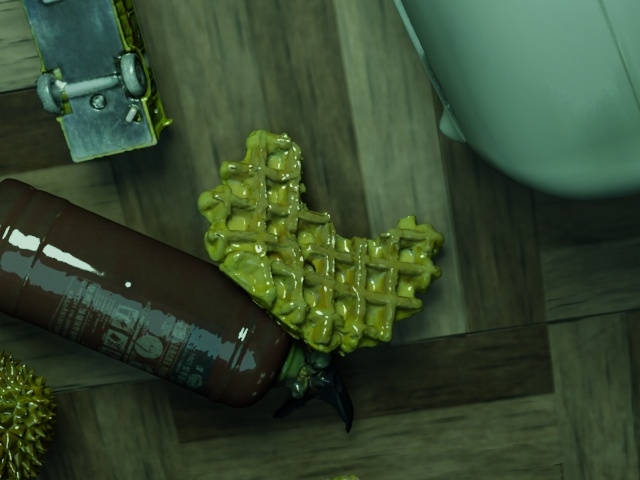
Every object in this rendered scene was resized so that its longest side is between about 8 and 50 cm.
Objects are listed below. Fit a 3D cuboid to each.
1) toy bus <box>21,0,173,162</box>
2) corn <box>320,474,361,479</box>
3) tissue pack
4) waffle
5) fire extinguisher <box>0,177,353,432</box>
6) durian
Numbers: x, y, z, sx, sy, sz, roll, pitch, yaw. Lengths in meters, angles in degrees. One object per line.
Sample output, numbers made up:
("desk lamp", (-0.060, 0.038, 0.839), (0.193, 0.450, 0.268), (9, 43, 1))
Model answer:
("toy bus", (-0.181, -0.174, 0.783), (0.081, 0.074, 0.226), (-14, 108, 6))
("corn", (-0.055, 0.299, 0.942), (0.288, 0.086, 0.086), (-39, 104, 16))
("tissue pack", (0.149, -0.193, 0.680), (0.236, 0.229, 0.333), (-24, 108, 11))
("waffle", (-0.001, 0.001, 0.832), (0.194, 0.051, 0.149), (42, 64, -4))
("fire extinguisher", (-0.116, 0.072, 0.863), (0.344, 0.102, 0.138), (24, 141, -7))
("durian", (-0.302, 0.157, 0.881), (0.158, 0.137, 0.168), (30, 123, 12))
